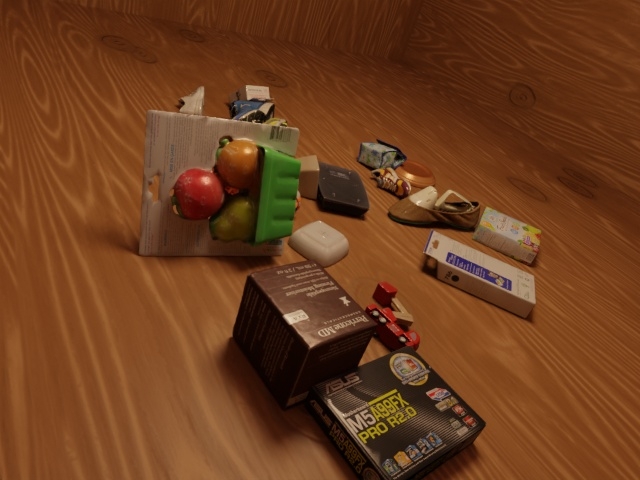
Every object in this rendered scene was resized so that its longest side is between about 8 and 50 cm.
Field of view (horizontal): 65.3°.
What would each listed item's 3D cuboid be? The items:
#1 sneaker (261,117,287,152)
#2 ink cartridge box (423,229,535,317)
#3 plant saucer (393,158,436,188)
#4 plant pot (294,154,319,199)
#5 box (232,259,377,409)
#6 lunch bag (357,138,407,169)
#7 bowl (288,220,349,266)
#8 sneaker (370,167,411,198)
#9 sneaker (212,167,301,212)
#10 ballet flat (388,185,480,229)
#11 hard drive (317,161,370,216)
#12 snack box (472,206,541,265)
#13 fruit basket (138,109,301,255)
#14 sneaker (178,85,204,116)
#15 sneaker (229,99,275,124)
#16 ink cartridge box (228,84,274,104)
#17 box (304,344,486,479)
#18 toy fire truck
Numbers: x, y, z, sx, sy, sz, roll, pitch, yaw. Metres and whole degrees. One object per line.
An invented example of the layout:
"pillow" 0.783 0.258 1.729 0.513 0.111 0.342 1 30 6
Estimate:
"sneaker" -0.201 -0.324 1.653 0.147 0.145 0.384 16 30 -7
"ink cartridge box" 0.450 0.091 1.445 0.333 0.065 0.165 27 32 9
"plant saucer" 0.368 -0.272 1.985 0.200 0.037 0.200 14 31 -9
"plant pot" -0.061 -0.203 1.587 0.096 0.109 0.109 2 34 -9
"box" -0.037 0.170 0.954 0.168 0.167 0.203 -11 43 -40
"lunch bag" 0.243 -0.333 1.942 0.151 0.096 0.129 -11 32 -41
"bowl" 0.000 0.000 1.349 0.142 0.053 0.142 33 35 22
"sneaker" 0.251 -0.202 1.793 0.084 0.069 0.185 -8 34 -24
"sneaker" -0.219 -0.146 1.385 0.321 0.124 0.180 25 31 9
"ballet flat" 0.395 -0.115 1.674 0.343 0.124 0.116 7 33 -19
"hard drive" 0.063 -0.169 1.637 0.172 0.054 0.254 12 32 -15
"snack box" 0.640 -0.020 1.713 0.207 0.070 0.174 25 32 13
"fruit basket" -0.233 -0.120 1.171 0.353 0.327 0.165 2 15 -21
"sneaker" -0.486 -0.527 1.883 0.094 0.080 0.212 1 36 -8
"sneaker" -0.276 -0.439 1.833 0.147 0.129 0.330 11 24 6
"ink cartridge box" -0.272 -0.568 1.977 0.104 0.061 0.181 -9 5 -38
"box" 0.140 0.321 0.921 0.270 0.060 0.216 -10 42 -39
"toy fire truck" 0.170 0.182 1.165 0.135 0.047 0.192 -12 44 -43
